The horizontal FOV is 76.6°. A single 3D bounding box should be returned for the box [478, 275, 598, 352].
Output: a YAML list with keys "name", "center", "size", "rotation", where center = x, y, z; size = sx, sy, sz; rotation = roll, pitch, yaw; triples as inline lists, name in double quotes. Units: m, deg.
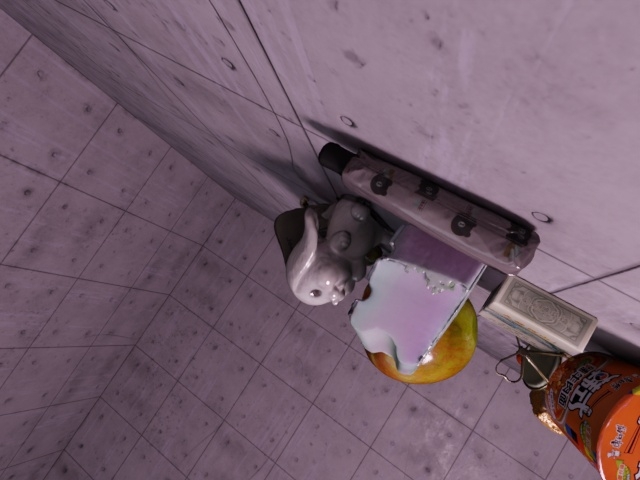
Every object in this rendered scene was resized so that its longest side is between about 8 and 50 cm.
- name: "box"
  center: [0.433, 0.159, 0.843]
  size: [0.164, 0.069, 0.256]
  rotation: [31, 175, 20]

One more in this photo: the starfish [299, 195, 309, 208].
- name: "starfish"
  center: [-0.005, -0.046, 1.364]
  size: [0.071, 0.215, 0.238]
  rotation: [-16, 180, 33]

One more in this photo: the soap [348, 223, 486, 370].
- name: "soap"
  center: [0.197, 0.126, 0.831]
  size: [0.156, 0.261, 0.446]
  rotation: [34, 168, 21]

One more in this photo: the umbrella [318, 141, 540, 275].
- name: "umbrella"
  center: [0.140, -0.057, 0.586]
  size: [0.338, 0.067, 0.073]
  rotation: [31, 162, 20]

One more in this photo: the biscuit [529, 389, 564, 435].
- name: "biscuit"
  center: [0.695, 0.449, 1.244]
  size: [0.094, 0.054, 0.379]
  rotation: [35, -156, 14]

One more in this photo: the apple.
- name: "apple"
  center: [0.286, 0.247, 1.199]
  size: [0.340, 0.339, 0.339]
  rotation: [33, 175, 3]

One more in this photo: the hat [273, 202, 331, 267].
- name: "hat"
  center: [0.000, 0.000, 1.116]
  size: [0.245, 0.149, 0.214]
  rotation: [-26, -81, -67]

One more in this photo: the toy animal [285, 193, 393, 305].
- name: "toy animal"
  center: [0.031, 0.016, 0.996]
  size: [0.174, 0.289, 0.249]
  rotation: [31, 155, 42]

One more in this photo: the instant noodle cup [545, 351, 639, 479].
- name: "instant noodle cup"
  center: [0.591, 0.344, 0.790]
  size: [0.251, 0.250, 0.192]
  rotation: [34, -176, -7]

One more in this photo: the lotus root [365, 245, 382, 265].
- name: "lotus root"
  center: [0.116, 0.014, 1.345]
  size: [0.192, 0.088, 0.113]
  rotation: [33, 156, -2]

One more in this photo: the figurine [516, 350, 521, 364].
- name: "figurine"
  center: [0.820, 0.475, 1.561]
  size: [0.140, 0.068, 0.075]
  rotation: [38, 180, 11]

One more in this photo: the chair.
- name: "chair"
  center: [0.589, 0.328, 1.066]
  size: [0.326, 0.159, 0.170]
  rotation: [28, 177, -3]
